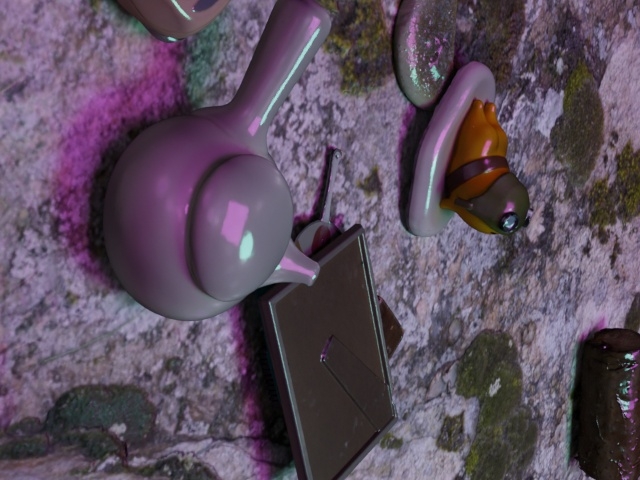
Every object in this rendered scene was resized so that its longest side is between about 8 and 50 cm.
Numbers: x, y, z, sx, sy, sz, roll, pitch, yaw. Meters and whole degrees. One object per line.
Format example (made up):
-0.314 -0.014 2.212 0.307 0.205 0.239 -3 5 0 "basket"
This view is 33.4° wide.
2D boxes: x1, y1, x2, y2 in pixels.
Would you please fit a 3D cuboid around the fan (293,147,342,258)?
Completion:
0.000 0.000 1.290 0.152 0.008 0.226 10 89 -61 "fan"

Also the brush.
-0.060 0.111 1.249 0.043 0.032 0.193 -32 112 -54 "brush"

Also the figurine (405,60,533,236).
0.224 -0.103 1.424 0.167 0.141 0.249 -3 111 -56 "figurine"

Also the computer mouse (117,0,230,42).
-0.154 -0.295 0.960 0.145 0.082 0.236 -57 140 -24 "computer mouse"

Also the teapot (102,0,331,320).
-0.100 -0.075 1.040 0.220 0.149 0.318 -20 117 -49 "teapot"

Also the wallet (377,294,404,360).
0.046 0.165 1.398 0.176 0.026 0.095 -58 135 -21 "wallet"

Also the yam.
0.543 0.311 1.994 0.131 0.131 0.279 -20 114 -47 "yam"

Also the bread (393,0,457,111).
0.137 -0.256 1.380 0.112 0.036 0.192 -18 114 -47 "bread"

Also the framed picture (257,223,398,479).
0.019 0.152 1.307 0.211 0.020 0.289 -37 123 -46 "framed picture"
